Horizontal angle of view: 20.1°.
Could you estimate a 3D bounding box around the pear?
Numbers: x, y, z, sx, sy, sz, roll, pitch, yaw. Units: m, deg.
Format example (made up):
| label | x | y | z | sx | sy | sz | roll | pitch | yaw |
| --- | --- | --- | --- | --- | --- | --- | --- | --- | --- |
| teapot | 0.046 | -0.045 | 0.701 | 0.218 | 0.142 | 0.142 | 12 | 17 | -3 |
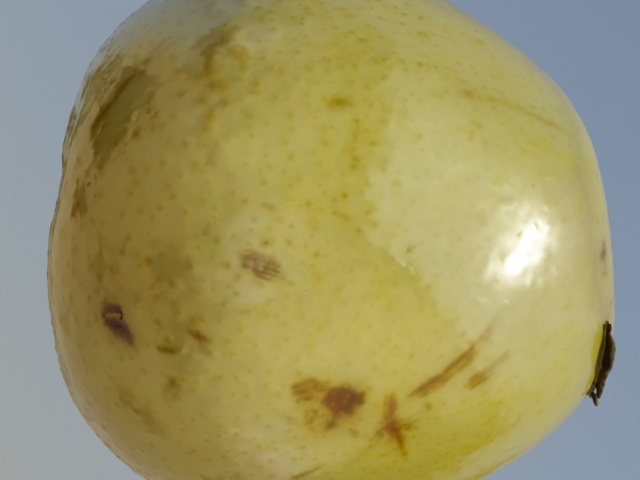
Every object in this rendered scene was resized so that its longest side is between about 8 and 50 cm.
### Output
| label | x | y | z | sx | sy | sz | roll | pitch | yaw |
| --- | --- | --- | --- | --- | --- | --- | --- | --- | --- |
| pear | 0.000 | 0.000 | 0.954 | 0.309 | 0.309 | 0.309 | 44 | -21 | 22 |
